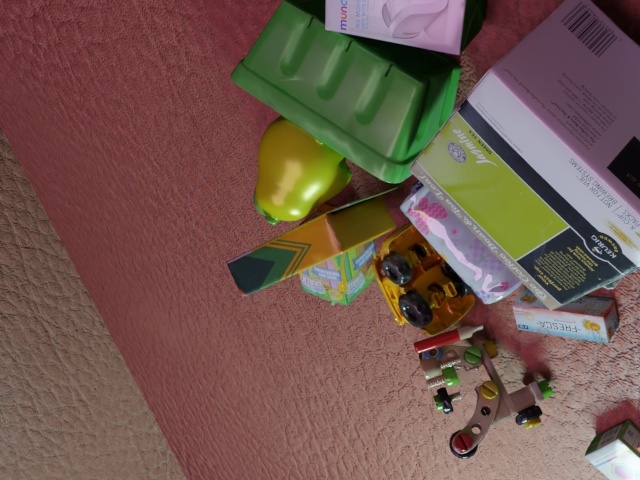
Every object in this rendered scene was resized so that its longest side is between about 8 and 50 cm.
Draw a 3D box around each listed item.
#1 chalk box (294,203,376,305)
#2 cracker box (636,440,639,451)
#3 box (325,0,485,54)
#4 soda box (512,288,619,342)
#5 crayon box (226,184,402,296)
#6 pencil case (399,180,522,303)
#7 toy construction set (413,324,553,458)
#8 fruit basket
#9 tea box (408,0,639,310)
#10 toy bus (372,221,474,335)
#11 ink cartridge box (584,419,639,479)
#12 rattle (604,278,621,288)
[{"bbox_3d":[0.037,0.050,1.739,0.132,0.132,0.213,16,133,35],"label":"chalk box"},{"bbox_3d":[0.718,0.382,1.419,0.156,0.067,0.232,46,143,0],"label":"cracker box"},{"bbox_3d":[0.134,-0.442,1.181,0.231,0.127,0.262,17,129,20],"label":"box"},{"bbox_3d":[0.456,0.139,1.467,0.183,0.058,0.063,6,126,42],"label":"soda box"},{"bbox_3d":[0.000,0.000,1.499,0.318,0.202,0.081,-26,88,38],"label":"crayon box"},{"bbox_3d":[0.272,-0.011,1.473,0.124,0.113,0.273,-41,90,9],"label":"pencil case"},{"bbox_3d":[0.337,0.275,1.610,0.237,0.258,0.309,-19,136,5],"label":"toy construction set"},{"bbox_3d":[0.021,-0.205,1.401,0.391,0.283,0.392,14,118,29],"label":"fruit basket"},{"bbox_3d":[0.357,-0.116,1.157,0.329,0.220,0.323,45,156,3],"label":"tea box"},{"bbox_3d":[0.181,0.068,1.625,0.211,0.149,0.220,2,122,63],"label":"toy bus"},{"bbox_3d":[0.647,0.465,1.564,0.209,0.062,0.109,43,142,6],"label":"ink cartridge box"},{"bbox_3d":[0.512,-0.012,1.205,0.199,0.130,0.143,-4,131,29],"label":"rattle"}]
